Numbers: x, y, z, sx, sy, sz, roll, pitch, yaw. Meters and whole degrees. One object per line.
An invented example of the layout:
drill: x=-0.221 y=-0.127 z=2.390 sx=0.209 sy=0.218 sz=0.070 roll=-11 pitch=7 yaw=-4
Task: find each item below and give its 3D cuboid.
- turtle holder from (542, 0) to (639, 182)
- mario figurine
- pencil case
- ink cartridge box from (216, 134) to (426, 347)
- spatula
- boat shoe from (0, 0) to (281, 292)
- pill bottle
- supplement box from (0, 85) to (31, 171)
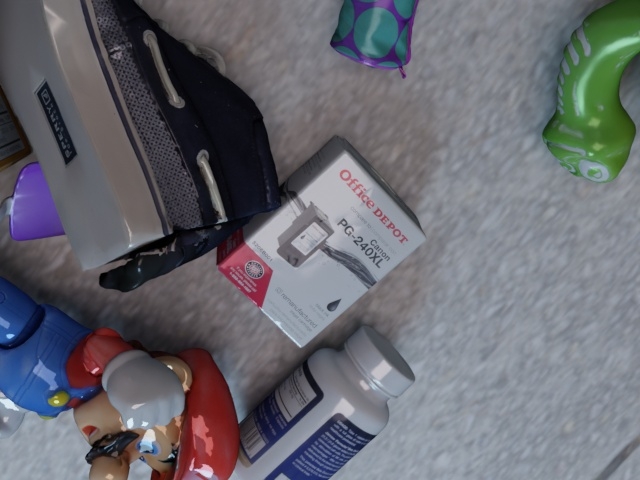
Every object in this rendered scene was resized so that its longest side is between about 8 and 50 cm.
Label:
turtle holder: x=0.354 y=-0.127 z=0.614 sx=0.320 sy=0.243 sz=0.227 roll=-28 pitch=125 yaw=-5
mario figurine: x=-0.217 y=0.130 z=0.675 sx=0.321 sy=0.198 sz=0.170 roll=30 pitch=90 yaw=-9
pencil case: x=0.062 y=-0.212 z=0.650 sx=0.070 sy=0.064 sz=0.151 roll=21 pitch=106 yaw=1
ink cartridge box: x=0.000 y=0.000 z=0.713 sx=0.150 sy=0.063 sz=0.109 roll=-42 pitch=106 yaw=9
spatula: x=-0.264 y=-0.002 z=0.596 sx=0.030 sy=0.296 sz=0.084 roll=35 pitch=126 yaw=17
boat shoe: x=-0.152 y=-0.138 z=0.642 sx=0.158 sy=0.127 sz=0.340 roll=-19 pitch=89 yaw=-42
pill bottle: x=0.003 y=0.159 z=0.748 sx=0.169 sy=0.094 sz=0.094 roll=-44 pitch=106 yaw=9
supplement box: x=-0.284 y=-0.064 z=0.580 sx=0.078 sy=0.233 sz=0.080 roll=-20 pitch=103 yaw=1
